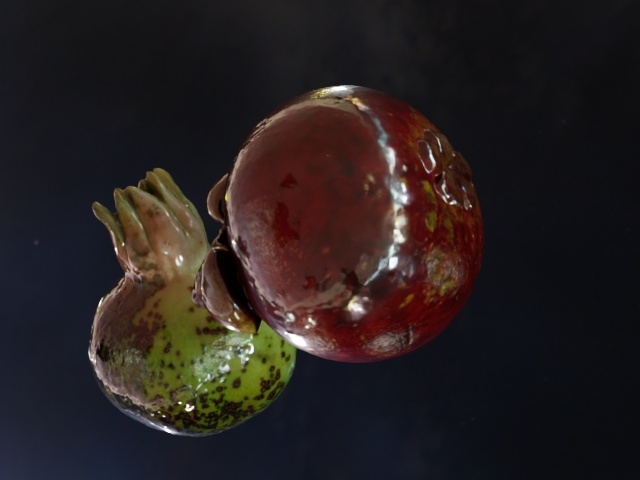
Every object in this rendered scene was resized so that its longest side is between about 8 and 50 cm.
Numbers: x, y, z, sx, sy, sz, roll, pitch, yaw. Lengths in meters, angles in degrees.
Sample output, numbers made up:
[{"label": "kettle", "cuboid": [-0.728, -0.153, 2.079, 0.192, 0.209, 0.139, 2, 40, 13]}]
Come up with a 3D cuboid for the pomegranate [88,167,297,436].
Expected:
[{"label": "pomegranate", "cuboid": [-0.141, 0.068, 0.889, 0.222, 0.204, 0.277, -14, -97, 11]}]

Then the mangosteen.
[{"label": "mangosteen", "cuboid": [0.000, 0.000, 0.657, 0.257, 0.215, 0.215, -27, -135, 33]}]
